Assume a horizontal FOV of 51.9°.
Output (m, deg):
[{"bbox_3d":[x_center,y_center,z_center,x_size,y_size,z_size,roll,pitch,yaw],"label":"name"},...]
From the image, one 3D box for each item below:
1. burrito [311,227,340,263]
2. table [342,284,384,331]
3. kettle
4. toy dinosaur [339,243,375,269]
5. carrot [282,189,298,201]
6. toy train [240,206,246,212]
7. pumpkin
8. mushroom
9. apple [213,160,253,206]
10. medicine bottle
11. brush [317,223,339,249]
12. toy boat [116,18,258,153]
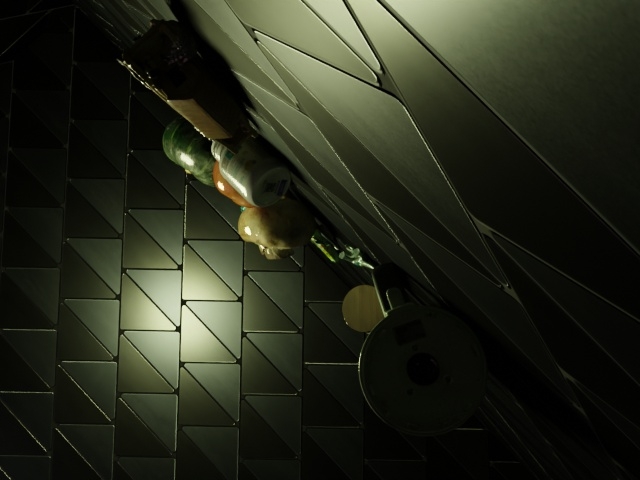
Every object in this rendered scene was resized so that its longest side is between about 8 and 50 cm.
[{"bbox_3d":[0.000,0.000,2.326,0.288,0.054,0.104,49,175,-39],"label":"burrito"},{"bbox_3d":[0.194,0.265,2.420,0.167,0.167,0.226,44,-175,26],"label":"table"},{"bbox_3d":[0.194,0.225,1.471,0.377,0.250,0.361,53,-167,-82],"label":"kettle"},{"bbox_3d":[0.118,0.057,1.789,0.187,0.044,0.106,27,179,38],"label":"toy dinosaur"},{"bbox_3d":[-0.130,-0.165,2.108,0.049,0.049,0.254,42,172,48],"label":"carrot"},{"bbox_3d":[-0.194,-0.128,2.279,0.112,0.163,0.203,48,176,-8],"label":"toy train"},{"bbox_3d":[-0.417,-0.327,2.366,0.300,0.207,0.300,31,173,5],"label":"pumpkin"},{"bbox_3d":[-0.131,-0.041,2.031,0.255,0.254,0.184,-149,46,-76],"label":"mushroom"},{"bbox_3d":[-0.214,-0.183,1.902,0.209,0.164,0.209,44,178,2],"label":"apple"},{"bbox_3d":[-0.185,-0.193,1.682,0.215,0.135,0.135,44,176,32],"label":"medicine bottle"},{"bbox_3d":[0.035,-0.005,2.169,0.062,0.027,0.266,45,180,16],"label":"brush"},{"bbox_3d":[-0.245,-0.300,1.370,0.162,0.136,0.445,49,-178,21],"label":"toy boat"}]
